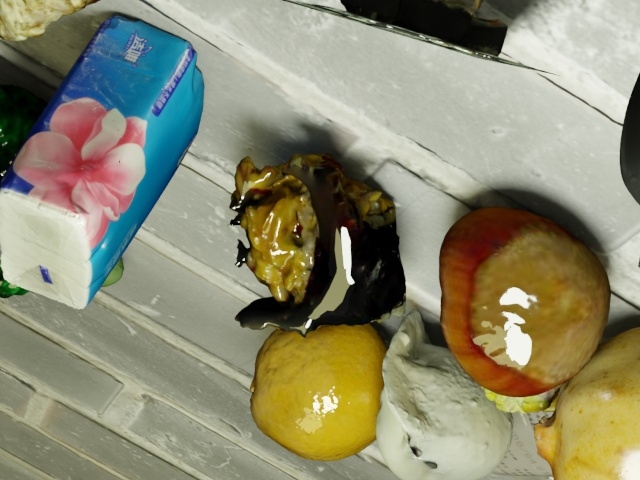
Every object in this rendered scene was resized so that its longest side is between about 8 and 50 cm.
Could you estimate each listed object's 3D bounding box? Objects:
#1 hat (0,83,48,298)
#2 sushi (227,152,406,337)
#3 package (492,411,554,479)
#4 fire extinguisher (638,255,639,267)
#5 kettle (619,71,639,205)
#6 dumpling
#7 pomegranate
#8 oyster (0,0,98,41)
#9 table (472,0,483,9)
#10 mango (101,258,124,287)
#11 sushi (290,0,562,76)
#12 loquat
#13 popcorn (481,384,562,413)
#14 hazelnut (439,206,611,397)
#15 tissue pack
[{"bbox_3d":[-0.436,-0.092,1.742,0.332,0.242,0.274,28,136,48],"label":"hat"},{"bbox_3d":[-0.007,0.001,1.549,0.200,0.204,0.213,-4,-176,5],"label":"sushi"},{"bbox_3d":[0.274,0.255,1.835,0.204,0.062,0.251,-12,129,46],"label":"package"},{"bbox_3d":[0.476,0.035,1.286,0.337,0.114,0.135,23,-169,9],"label":"fire extinguisher"},{"bbox_3d":[0.336,-0.083,1.082,0.202,0.232,0.144,39,147,-20],"label":"kettle"},{"bbox_3d":[0.148,0.192,1.696,0.175,0.226,0.243,-5,155,-7],"label":"dumpling"},{"bbox_3d":[0.367,0.223,1.512,0.264,0.264,0.264,20,149,12],"label":"pomegranate"},{"bbox_3d":[-0.264,-0.310,1.337,0.204,0.111,0.396,19,146,7],"label":"oyster"},{"bbox_3d":[0.116,-0.256,1.139,0.082,0.083,0.070,25,153,12],"label":"table"},{"bbox_3d":[-0.354,0.004,1.916,0.130,0.092,0.195,-11,142,44],"label":"mango"},{"bbox_3d":[0.087,-0.203,1.193,0.215,0.050,0.192,14,-172,-19],"label":"sushi"},{"bbox_3d":[0.008,0.192,1.806,0.208,0.208,0.208,20,149,12],"label":"loquat"},{"bbox_3d":[0.244,0.143,1.622,0.126,0.125,0.145,22,141,26],"label":"popcorn"},{"bbox_3d":[0.217,0.060,1.474,0.186,0.210,0.210,-14,136,17],"label":"hazelnut"},{"bbox_3d":[-0.238,-0.082,1.504,0.137,0.269,0.209,24,147,3],"label":"tissue pack"}]
